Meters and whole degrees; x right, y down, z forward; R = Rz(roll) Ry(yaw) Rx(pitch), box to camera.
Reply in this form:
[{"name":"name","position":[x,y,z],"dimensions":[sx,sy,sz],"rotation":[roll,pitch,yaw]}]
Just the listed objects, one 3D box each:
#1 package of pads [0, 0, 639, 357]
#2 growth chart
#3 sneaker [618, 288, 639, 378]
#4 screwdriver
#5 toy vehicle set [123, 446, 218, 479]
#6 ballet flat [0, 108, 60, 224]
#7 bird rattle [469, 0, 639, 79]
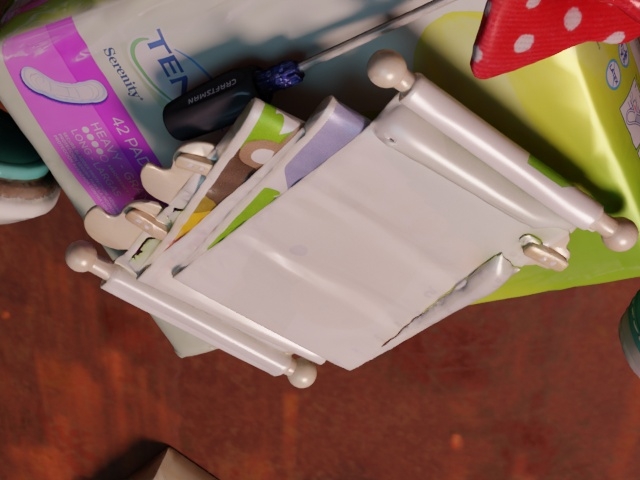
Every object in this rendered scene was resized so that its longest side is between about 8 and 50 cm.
[{"name":"package of pads","position":[0.005,-0.070,0.636],"dimensions":[0.296,0.101,0.229],"rotation":[-12,125,26]},{"name":"growth chart","position":[0.000,0.000,0.602],"dimensions":[0.172,0.021,0.237],"rotation":[37,135,-26]},{"name":"sneaker","position":[0.305,0.051,0.637],"dimensions":[0.302,0.108,0.121],"rotation":[14,131,-3]},{"name":"screwdriver","position":[0.002,-0.076,0.544],"dimensions":[0.170,0.025,0.024],"rotation":[-18,123,31]},{"name":"toy vehicle set","position":[-0.060,0.275,0.991],"dimensions":[0.267,0.035,0.166],"rotation":[38,131,-14]},{"name":"ballet flat","position":[-0.332,-0.078,0.705],"dimensions":[0.400,0.139,0.139],"rotation":[28,132,3]},{"name":"bird rattle","position":[0.103,-0.186,0.437],"dimensions":[0.253,0.207,0.143],"rotation":[50,161,-6]}]
